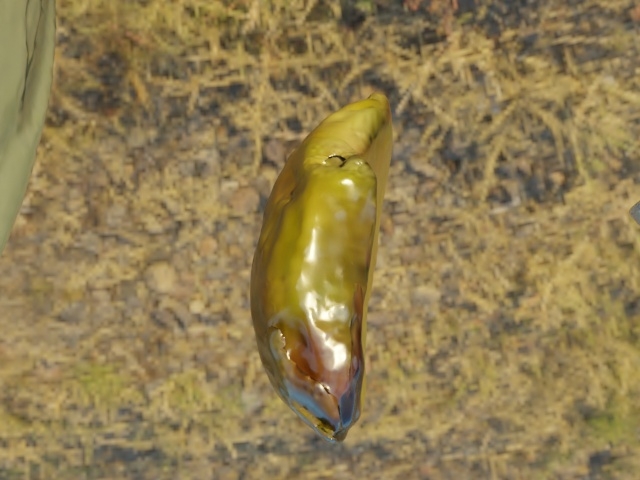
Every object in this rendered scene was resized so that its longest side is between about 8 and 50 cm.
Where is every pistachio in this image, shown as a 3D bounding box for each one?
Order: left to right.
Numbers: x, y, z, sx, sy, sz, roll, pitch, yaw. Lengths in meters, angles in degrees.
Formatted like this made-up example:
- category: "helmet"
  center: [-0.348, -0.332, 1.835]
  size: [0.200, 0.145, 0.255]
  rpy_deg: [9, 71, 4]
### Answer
- category: "pistachio"
  center: [0.000, 0.000, 0.488]
  size: [0.049, 0.173, 0.089]
  rpy_deg: [5, 137, 4]

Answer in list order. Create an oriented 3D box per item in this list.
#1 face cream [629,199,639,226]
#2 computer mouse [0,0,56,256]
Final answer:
- category: "face cream"
  center: [0.210, 0.063, 0.392]
  size: [0.077, 0.250, 0.077]
  rpy_deg: [-37, 172, -6]
- category: "computer mouse"
  center: [-0.176, -0.017, 0.248]
  size: [0.145, 0.429, 0.228]
  rpy_deg: [7, 146, 34]
